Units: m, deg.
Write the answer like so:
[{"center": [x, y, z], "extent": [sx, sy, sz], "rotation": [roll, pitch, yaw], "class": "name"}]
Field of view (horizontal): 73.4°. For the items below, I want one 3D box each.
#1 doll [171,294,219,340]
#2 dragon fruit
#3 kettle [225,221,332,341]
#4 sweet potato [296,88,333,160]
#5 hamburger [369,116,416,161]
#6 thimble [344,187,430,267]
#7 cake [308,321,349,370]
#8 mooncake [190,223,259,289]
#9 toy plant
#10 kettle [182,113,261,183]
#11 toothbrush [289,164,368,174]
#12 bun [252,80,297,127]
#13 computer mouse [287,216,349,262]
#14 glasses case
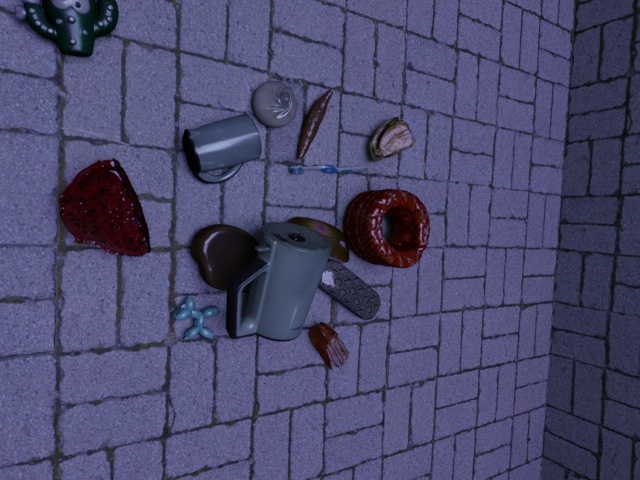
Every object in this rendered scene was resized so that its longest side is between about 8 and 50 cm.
[{"center": [-0.440, 0.271, 1.510], "extent": [0.159, 0.059, 0.159], "rotation": [5, 92, -32], "class": "doll"}, {"center": [-0.663, -0.097, 1.311], "extent": [0.205, 0.152, 0.316], "rotation": [-15, 116, -11], "class": "dragon fruit"}, {"center": [-0.162, 0.154, 1.491], "extent": [0.361, 0.250, 0.376], "rotation": [-8, 121, -50], "class": "kettle"}, {"center": [-0.036, -0.460, 1.696], "extent": [0.072, 0.066, 0.314], "rotation": [28, 82, -23], "class": "sweet potato"}, {"center": [0.287, -0.430, 1.874], "extent": [0.208, 0.135, 0.155], "rotation": [-34, 94, -10], "class": "hamburger"}, {"center": [0.285, -0.058, 1.822], "extent": [0.351, 0.231, 0.349], "rotation": [-2, 93, -31], "class": "thimble"}, {"center": [0.038, 0.445, 1.806], "extent": [0.098, 0.135, 0.287], "rotation": [-45, 134, -26], "class": "cake"}, {"center": [-0.333, 0.048, 1.524], "extent": [0.235, 0.117, 0.234], "rotation": [-4, 97, -37], "class": "mooncake"}, {"center": [-0.721, -0.666, 1.238], "extent": [0.233, 0.113, 0.243], "rotation": [25, 87, -35], "class": "toy plant"}, {"center": [-0.342, -0.303, 1.481], "extent": [0.237, 0.161, 0.221], "rotation": [-24, 137, -27], "class": "kettle"}, {"center": [0.042, -0.297, 1.775], "extent": [0.386, 0.040, 0.040], "rotation": [-8, 98, -34], "class": "toothbrush"}, {"center": [-0.160, -0.507, 1.585], "extent": [0.173, 0.120, 0.172], "rotation": [-1, 92, -32], "class": "bun"}, {"center": [0.000, 0.000, 1.720], "extent": [0.311, 0.072, 0.158], "rotation": [17, 53, -32], "class": "computer mouse"}, {"center": [0.123, 0.214, 1.829], "extent": [0.355, 0.085, 0.137], "rotation": [39, 72, -26], "class": "glasses case"}]
